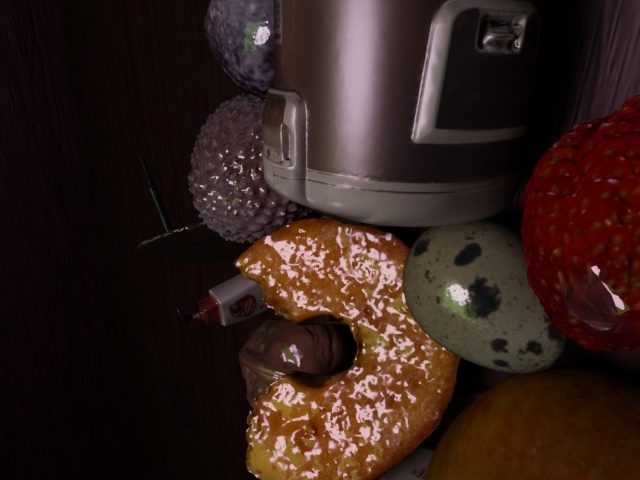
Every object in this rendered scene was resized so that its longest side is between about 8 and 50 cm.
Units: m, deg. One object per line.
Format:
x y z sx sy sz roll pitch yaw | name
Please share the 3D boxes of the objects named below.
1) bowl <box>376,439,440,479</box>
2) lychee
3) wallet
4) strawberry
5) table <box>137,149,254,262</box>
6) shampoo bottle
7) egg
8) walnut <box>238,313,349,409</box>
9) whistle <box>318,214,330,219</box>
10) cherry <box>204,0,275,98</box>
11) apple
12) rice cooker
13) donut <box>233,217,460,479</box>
0.213 0.433 0.831 0.211 0.112 0.212 21 141 18 | bowl
-0.119 -0.138 0.906 0.300 0.299 0.300 23 122 44 | lychee
0.237 0.320 0.842 0.230 0.042 0.124 -25 91 55 | wallet
0.299 -0.007 0.431 0.239 0.288 0.250 63 149 2 | strawberry
-0.289 -0.101 1.190 0.317 0.317 0.249 -35 64 51 | table
-0.210 0.140 1.123 0.071 0.284 0.153 41 135 30 | shampoo bottle
0.208 0.070 0.604 0.228 0.176 0.177 51 138 36 | egg
-0.058 0.279 1.036 0.227 0.273 0.273 47 147 -20 | walnut
0.001 0.000 0.988 0.068 0.057 0.326 60 141 17 | whistle
-0.068 -0.361 0.774 0.255 0.218 0.296 -41 39 15 | cherry
0.301 0.351 0.540 0.400 0.333 0.401 23 121 45 | apple
0.095 -0.174 0.581 0.335 0.335 0.326 24 121 44 | rice cooker
0.045 0.187 0.808 0.377 0.163 0.436 0 82 16 | donut
